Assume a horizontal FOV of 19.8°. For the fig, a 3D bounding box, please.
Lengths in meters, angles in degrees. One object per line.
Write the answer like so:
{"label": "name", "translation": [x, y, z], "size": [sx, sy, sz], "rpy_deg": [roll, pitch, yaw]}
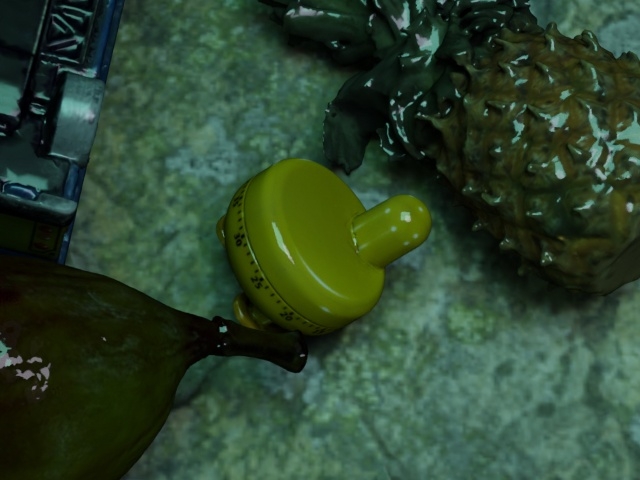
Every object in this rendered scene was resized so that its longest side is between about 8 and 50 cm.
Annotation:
{"label": "fig", "translation": [-0.135, 0.079, 1.002], "size": [0.274, 0.145, 0.170], "rpy_deg": [-11, 107, -18]}

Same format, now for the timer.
{"label": "timer", "translation": [0.000, 0.000, 1.078], "size": [0.107, 0.109, 0.107], "rpy_deg": [33, 41, -35]}

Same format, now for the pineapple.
{"label": "pineapple", "translation": [0.085, -0.093, 1.126], "size": [0.310, 0.141, 0.170], "rpy_deg": [41, 92, 21]}

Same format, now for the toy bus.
{"label": "toy bus", "translation": [-0.188, -0.122, 1.078], "size": [0.138, 0.175, 0.287], "rpy_deg": [13, 63, -8]}
